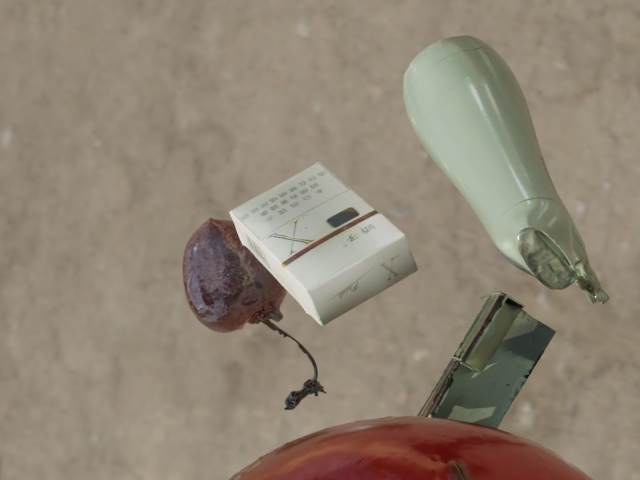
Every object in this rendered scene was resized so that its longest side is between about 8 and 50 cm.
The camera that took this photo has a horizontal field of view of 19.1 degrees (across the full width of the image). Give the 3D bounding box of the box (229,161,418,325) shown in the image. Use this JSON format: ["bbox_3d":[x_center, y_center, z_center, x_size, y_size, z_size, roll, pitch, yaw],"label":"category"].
[{"bbox_3d":[0.000,0.000,1.402,0.154,0.084,0.040,43,157,57],"label":"box"}]

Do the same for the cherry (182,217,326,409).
[{"bbox_3d":[-0.069,0.078,1.894,0.090,0.107,0.225,-7,112,48],"label":"cherry"}]

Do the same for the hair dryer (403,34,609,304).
[{"bbox_3d":[0.150,-0.007,1.270,0.075,0.237,0.206,-32,45,10],"label":"hair dryer"}]

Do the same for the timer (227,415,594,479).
[{"bbox_3d":[0.057,0.301,1.211,0.279,0.378,0.378,112,167,-81],"label":"timer"}]

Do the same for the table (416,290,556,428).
[{"bbox_3d":[0.122,0.118,1.516,0.146,0.062,0.175,-59,2,-2],"label":"table"}]
